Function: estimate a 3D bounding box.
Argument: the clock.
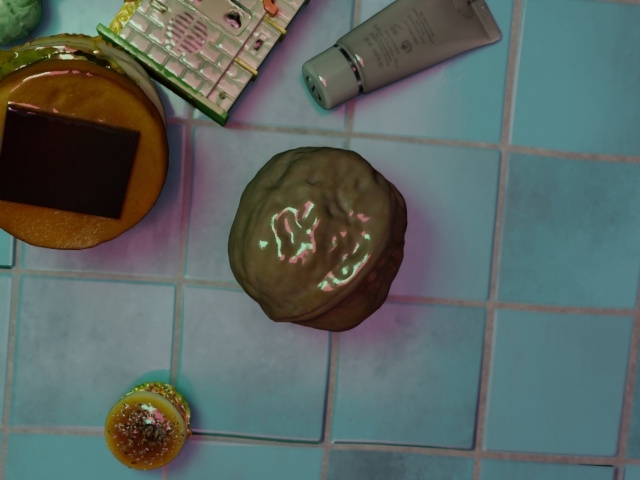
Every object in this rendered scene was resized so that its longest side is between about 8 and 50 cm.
[{"bbox_3d":[-0.161,-0.336,1.190,0.220,0.106,0.255,35,86,-7],"label":"clock"}]

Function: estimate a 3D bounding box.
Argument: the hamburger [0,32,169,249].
[{"bbox_3d":[-0.346,-0.140,1.100,0.291,0.225,0.291,-8,124,-12],"label":"hamburger"}]

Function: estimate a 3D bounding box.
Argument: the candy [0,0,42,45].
[{"bbox_3d":[-0.331,-0.413,1.171,0.440,0.119,0.119,-28,95,-6],"label":"candy"}]

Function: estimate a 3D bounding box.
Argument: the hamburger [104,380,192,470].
[{"bbox_3d":[-0.261,0.283,1.228,0.141,0.081,0.126,-34,96,-1],"label":"hamburger"}]

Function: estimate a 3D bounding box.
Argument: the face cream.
[{"bbox_3d":[0.121,-0.304,1.223,0.314,0.089,0.143,-30,95,-10],"label":"face cream"}]

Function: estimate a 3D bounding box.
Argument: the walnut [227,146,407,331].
[{"bbox_3d":[0.001,0.001,1.157,0.227,0.273,0.273,21,92,26],"label":"walnut"}]
